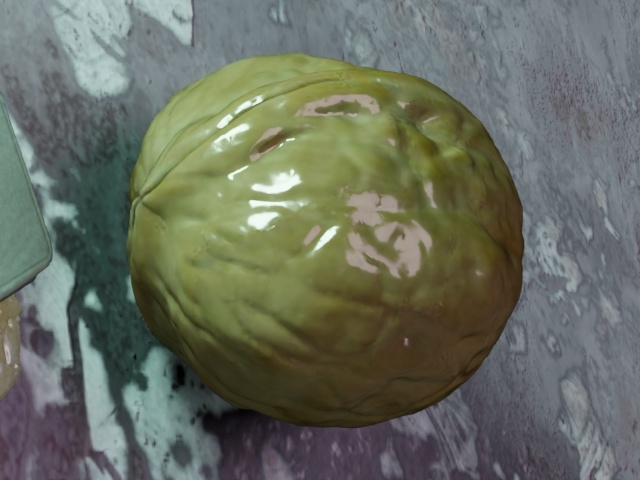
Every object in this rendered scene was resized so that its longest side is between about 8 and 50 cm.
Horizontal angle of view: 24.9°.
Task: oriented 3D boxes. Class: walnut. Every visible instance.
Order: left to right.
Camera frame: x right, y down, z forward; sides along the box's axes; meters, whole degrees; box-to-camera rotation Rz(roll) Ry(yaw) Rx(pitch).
[{"bbox_3d":[0.001,-0.002,1.045,0.313,0.252,0.277,13,63,-41],"label":"walnut"}]

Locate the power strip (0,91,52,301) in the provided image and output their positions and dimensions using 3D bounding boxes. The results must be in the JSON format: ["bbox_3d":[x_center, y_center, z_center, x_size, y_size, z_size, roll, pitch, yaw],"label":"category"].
[{"bbox_3d":[-0.252,-0.041,0.800,0.198,0.064,0.213,-39,116,-55],"label":"power strip"}]

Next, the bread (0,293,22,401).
[{"bbox_3d":[-0.259,-0.011,0.867,0.182,0.039,0.251,11,65,-53],"label":"bread"}]
